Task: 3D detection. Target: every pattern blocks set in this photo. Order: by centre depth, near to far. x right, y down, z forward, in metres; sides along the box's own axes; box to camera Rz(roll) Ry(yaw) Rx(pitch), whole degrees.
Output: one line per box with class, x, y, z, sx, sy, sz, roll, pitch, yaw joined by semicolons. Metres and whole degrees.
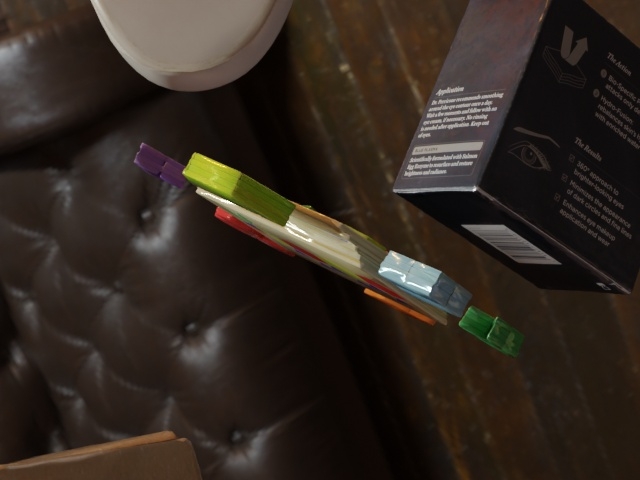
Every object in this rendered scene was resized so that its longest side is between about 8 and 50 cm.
pattern blocks set;0.000;0.000;0.951;0.324;0.285;0.026;26;85;29

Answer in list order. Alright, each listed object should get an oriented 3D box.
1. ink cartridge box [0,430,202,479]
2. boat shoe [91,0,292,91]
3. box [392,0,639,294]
ink cartridge box;-0.106;0.190;0.347;0.193;0.088;0.235;-22;77;24
boat shoe;-0.066;-0.223;0.728;0.158;0.127;0.341;69;-163;-73
box;0.156;-0.067;0.877;0.156;0.158;0.093;32;164;-30
